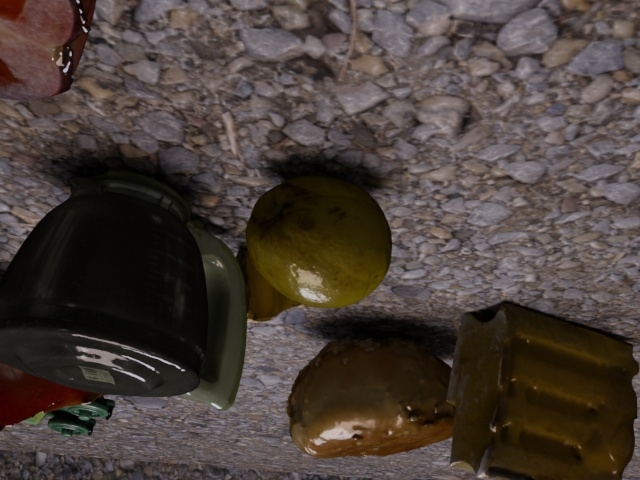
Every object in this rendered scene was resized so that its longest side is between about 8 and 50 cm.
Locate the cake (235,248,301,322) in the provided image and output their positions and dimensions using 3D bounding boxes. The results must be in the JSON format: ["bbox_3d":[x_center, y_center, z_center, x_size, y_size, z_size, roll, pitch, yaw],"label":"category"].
[{"bbox_3d":[-0.060,0.088,1.338,0.079,0.116,0.185,-4,152,17],"label":"cake"}]

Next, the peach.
[{"bbox_3d":[-0.479,0.179,1.509,0.361,0.201,0.257,-17,-177,-30],"label":"peach"}]

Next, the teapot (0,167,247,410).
[{"bbox_3d":[-0.197,0.056,1.113,0.321,0.240,0.239,19,156,-21],"label":"teapot"}]

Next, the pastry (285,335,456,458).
[{"bbox_3d":[0.095,0.251,1.603,0.315,0.184,0.284,8,154,-39],"label":"pastry"}]

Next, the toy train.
[{"bbox_3d":[-0.519,0.270,1.860,0.237,0.150,0.369,19,153,-17],"label":"toy train"}]

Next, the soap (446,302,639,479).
[{"bbox_3d":[0.339,0.253,1.467,0.281,0.259,0.143,21,159,-29],"label":"soap"}]

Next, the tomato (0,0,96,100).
[{"bbox_3d":[-0.242,-0.199,0.656,0.199,0.112,0.228,21,155,-18],"label":"tomato"}]

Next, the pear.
[{"bbox_3d":[0.000,0.000,1.054,0.162,0.149,0.148,23,152,-37],"label":"pear"}]
